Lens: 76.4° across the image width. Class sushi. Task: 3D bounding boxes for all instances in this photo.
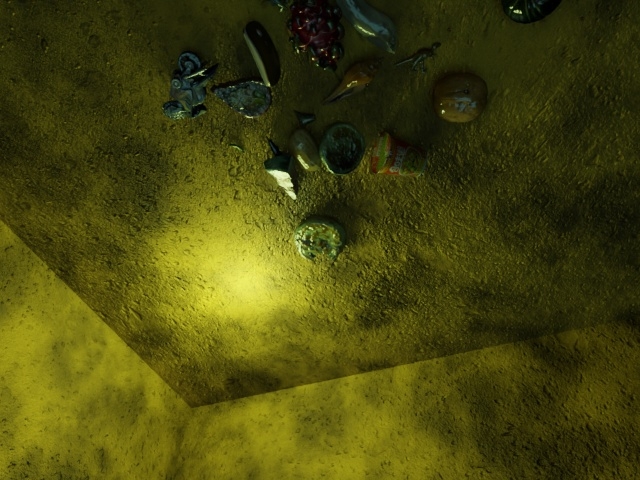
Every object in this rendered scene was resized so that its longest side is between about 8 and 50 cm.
[{"bbox_3d":[-0.324,-0.589,1.702,0.241,0.107,0.161,-16,125,-9],"label":"sushi"}]

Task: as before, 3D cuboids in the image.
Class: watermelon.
[{"bbox_3d":[-0.171,-0.291,1.943,0.154,0.094,0.241,0,148,24],"label":"watermelon"}]

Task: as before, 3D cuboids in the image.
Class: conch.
[{"bbox_3d":[0.125,-0.660,1.678,0.330,0.109,0.093,-19,89,38],"label":"conch"}]

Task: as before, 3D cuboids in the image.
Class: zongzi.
[{"bbox_3d":[-0.068,-0.554,1.793,0.076,0.040,0.083,-25,107,10],"label":"zongzi"}]

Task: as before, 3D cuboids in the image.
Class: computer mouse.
[{"bbox_3d":[-0.220,-0.732,1.599,0.056,0.126,0.245,-2,130,29],"label":"computer mouse"}]

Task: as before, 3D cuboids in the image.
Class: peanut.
[{"bbox_3d":[-0.068,-0.404,1.849,0.129,0.129,0.224,-21,127,15],"label":"peanut"}]

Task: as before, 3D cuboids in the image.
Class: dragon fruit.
[{"bbox_3d":[-0.006,-0.774,1.517,0.218,0.198,0.273,-44,103,5],"label":"dragon fruit"}]

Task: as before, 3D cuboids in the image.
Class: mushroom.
[{"bbox_3d":[0.166,-0.843,1.528,0.351,0.097,0.109,33,120,-20],"label":"mushroom"}]

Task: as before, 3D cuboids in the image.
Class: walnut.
[{"bbox_3d":[0.572,-0.586,1.674,0.221,0.195,0.195,3,128,-1],"label":"walnut"}]

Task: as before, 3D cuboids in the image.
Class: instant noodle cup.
[{"bbox_3d":[0.364,-0.374,1.850,0.212,0.193,0.193,10,127,-18],"label":"instant noodle cup"}]

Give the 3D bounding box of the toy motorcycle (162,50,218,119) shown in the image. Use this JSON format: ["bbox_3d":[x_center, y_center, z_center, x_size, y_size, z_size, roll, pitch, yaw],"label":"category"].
[{"bbox_3d":[-0.540,-0.624,1.693,0.173,0.108,0.307,19,125,-25],"label":"toy motorcycle"}]

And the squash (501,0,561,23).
[{"bbox_3d":[0.755,-0.888,1.437,0.172,0.218,0.218,-18,136,-33],"label":"squash"}]

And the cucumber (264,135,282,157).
[{"bbox_3d":[-0.206,-0.415,1.895,0.039,0.043,0.163,-41,128,-17],"label":"cucumber"}]

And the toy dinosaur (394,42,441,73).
[{"bbox_3d":[0.394,-0.749,1.643,0.162,0.039,0.126,14,117,-5],"label":"toy dinosaur"}]

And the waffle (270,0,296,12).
[{"bbox_3d":[-0.131,-0.956,1.462,0.223,0.054,0.204,-34,121,24],"label":"waffle"}]

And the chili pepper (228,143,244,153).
[{"bbox_3d":[-0.389,-0.430,1.892,0.083,0.017,0.030,29,124,-22],"label":"chili pepper"}]

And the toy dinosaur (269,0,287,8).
[{"bbox_3d":[-0.249,-0.902,1.472,0.188,0.075,0.247,-19,128,44],"label":"toy dinosaur"}]

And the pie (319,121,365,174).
[{"bbox_3d":[0.102,-0.416,1.851,0.240,0.054,0.241,-7,109,-22],"label":"pie"}]

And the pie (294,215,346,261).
[{"bbox_3d":[0.000,-0.006,2.194,0.302,0.067,0.303,1,129,1],"label":"pie"}]
